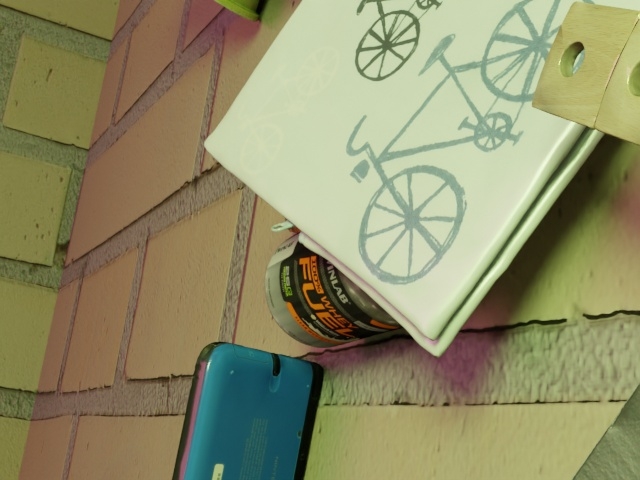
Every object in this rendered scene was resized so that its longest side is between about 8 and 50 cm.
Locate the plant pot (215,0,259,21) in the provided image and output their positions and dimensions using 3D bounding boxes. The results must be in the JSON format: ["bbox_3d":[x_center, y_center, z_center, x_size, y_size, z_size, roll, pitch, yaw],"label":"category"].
[{"bbox_3d":[-0.143,-0.513,1.347,0.254,0.276,0.276,-55,30,13],"label":"plant pot"}]

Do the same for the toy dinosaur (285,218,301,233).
[{"bbox_3d":[0.000,0.000,0.980,0.211,0.064,0.112,-107,21,-63],"label":"toy dinosaur"}]

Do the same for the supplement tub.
[{"bbox_3d":[0.039,0.027,0.798,0.190,0.117,0.117,-28,52,58],"label":"supplement tub"}]

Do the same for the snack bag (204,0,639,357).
[{"bbox_3d":[0.072,-0.127,0.709,0.342,0.037,0.323,38,95,43],"label":"snack bag"}]

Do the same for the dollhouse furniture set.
[{"bbox_3d":[0.228,-0.129,0.482,0.129,0.129,0.184,44,117,62],"label":"dollhouse furniture set"}]

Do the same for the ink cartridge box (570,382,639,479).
[{"bbox_3d":[0.173,0.273,0.423,0.307,0.072,0.303,-60,29,14],"label":"ink cartridge box"}]

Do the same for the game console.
[{"bbox_3d":[-0.113,0.255,0.934,0.173,0.250,0.293,3,78,37],"label":"game console"}]
